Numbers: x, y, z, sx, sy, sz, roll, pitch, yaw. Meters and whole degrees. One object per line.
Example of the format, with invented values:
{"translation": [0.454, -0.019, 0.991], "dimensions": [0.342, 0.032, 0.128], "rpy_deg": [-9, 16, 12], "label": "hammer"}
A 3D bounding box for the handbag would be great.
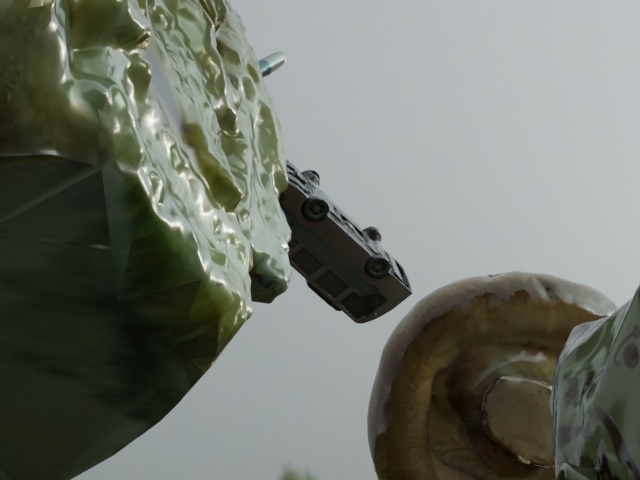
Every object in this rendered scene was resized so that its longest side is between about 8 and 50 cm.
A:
{"translation": [0.175, 0.124, 0.802], "dimensions": [0.127, 0.235, 0.213], "rpy_deg": [-12, -14, -15], "label": "handbag"}

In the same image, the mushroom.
{"translation": [0.172, 0.157, 1.565], "dimensions": [0.278, 0.278, 0.146], "rpy_deg": [-13, 13, -10], "label": "mushroom"}

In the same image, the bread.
{"translation": [-0.170, -0.064, 0.722], "dimensions": [0.239, 0.264, 0.395], "rpy_deg": [-22, -39, 8], "label": "bread"}

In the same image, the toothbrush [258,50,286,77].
{"translation": [-0.109, -0.104, 1.440], "dimensions": [0.019, 0.025, 0.276], "rpy_deg": [-29, 9, 43], "label": "toothbrush"}

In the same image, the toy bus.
{"translation": [0.000, 0.000, 1.056], "dimensions": [0.052, 0.037, 0.131], "rpy_deg": [-39, -58, 14], "label": "toy bus"}
